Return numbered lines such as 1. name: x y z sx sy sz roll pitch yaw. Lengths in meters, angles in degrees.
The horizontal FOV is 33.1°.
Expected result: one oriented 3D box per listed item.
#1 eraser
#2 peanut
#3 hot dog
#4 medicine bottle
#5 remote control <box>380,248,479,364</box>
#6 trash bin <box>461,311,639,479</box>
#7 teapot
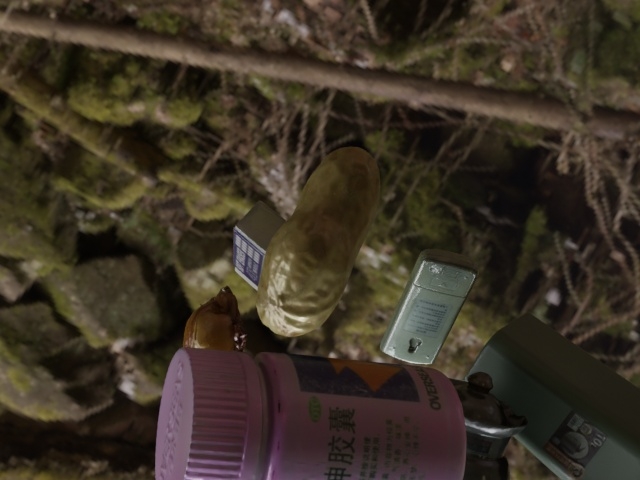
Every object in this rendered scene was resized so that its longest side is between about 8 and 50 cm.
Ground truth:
1. eraser: -0.096 0.031 2.030 0.124 0.081 0.279 39 163 9
2. peanut: 0.000 0.000 1.672 0.147 0.319 0.147 26 175 2
3. hot dog: -0.134 0.177 1.358 0.076 0.249 0.102 12 -165 12
4. medicine bottle: -0.013 0.206 1.113 0.290 0.178 0.178 9 -173 -19
5. remote control: 0.174 0.109 1.736 0.098 0.233 0.038 15 -140 -5
6. trash bin: 0.431 0.296 1.867 0.343 0.158 0.223 37 -156 19
7. teapot: 0.177 0.328 1.712 0.305 0.285 0.223 19 -171 2
